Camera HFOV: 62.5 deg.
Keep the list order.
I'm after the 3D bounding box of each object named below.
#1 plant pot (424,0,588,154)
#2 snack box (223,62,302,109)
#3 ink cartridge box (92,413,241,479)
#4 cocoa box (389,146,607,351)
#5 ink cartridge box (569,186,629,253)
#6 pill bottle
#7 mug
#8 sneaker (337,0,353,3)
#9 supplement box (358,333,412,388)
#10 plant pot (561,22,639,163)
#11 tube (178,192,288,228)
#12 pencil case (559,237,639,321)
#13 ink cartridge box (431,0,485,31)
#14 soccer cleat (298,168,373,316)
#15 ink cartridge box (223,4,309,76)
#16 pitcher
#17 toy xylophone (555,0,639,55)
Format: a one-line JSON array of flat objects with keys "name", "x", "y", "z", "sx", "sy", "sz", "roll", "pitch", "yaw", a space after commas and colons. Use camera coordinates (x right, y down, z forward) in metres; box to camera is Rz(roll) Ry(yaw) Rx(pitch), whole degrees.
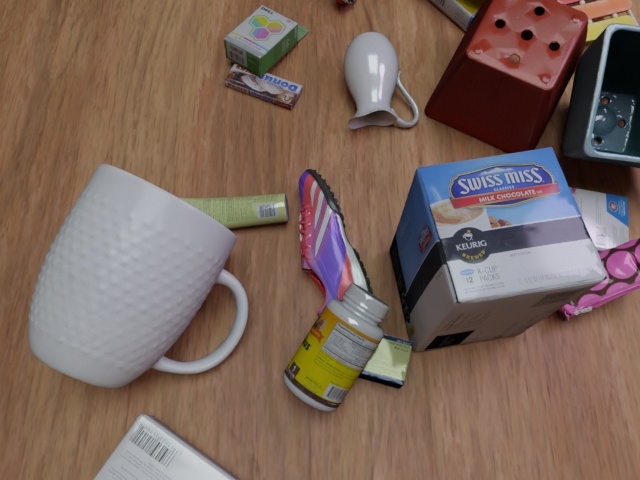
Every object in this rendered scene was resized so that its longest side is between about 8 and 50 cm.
[{"name": "plant pot", "x": 0.409, "y": -0.376, "z": 1.126, "sx": 0.267, "sy": 0.236, "sz": 0.267, "roll": 28, "pitch": 83, "yaw": 10}, {"name": "snack box", "x": -0.136, "y": -0.369, "z": 1.258, "sx": 0.178, "sy": 0.022, "sz": 0.064, "roll": 22, "pitch": 67, "yaw": 8}, {"name": "ink cartridge box", "x": -0.259, "y": 0.484, "z": 0.878, "sx": 0.296, "sy": 0.066, "sz": 0.261, "roll": 31, "pitch": 70, "yaw": 12}, {"name": "cocoa box", "x": 0.270, "y": 0.035, "z": 0.922, "sx": 0.232, "sy": 0.347, "sz": 0.228, "roll": -9, "pitch": 67, "yaw": -4}, {"name": "ink cartridge box", "x": 0.507, "y": -0.037, "z": 1.100, "sx": 0.231, "sy": 0.078, "sz": 0.134, "roll": 11, "pitch": 68, "yaw": 3}, {"name": "pill bottle", "x": 0.033, "y": 0.187, "z": 0.945, "sx": 0.117, "sy": 0.117, "sz": 0.215, "roll": 33, "pitch": 92, "yaw": 12}, {"name": "mug", "x": -0.307, "y": 0.098, "z": 0.952, "sx": 0.374, "sy": 0.276, "sz": 0.328, "roll": 31, "pitch": 80, "yaw": -20}, {"name": "sneaker", "x": 0.031, "y": -0.718, "z": 1.382, "sx": 0.118, "sy": 0.107, "sz": 0.279, "roll": -12, "pitch": 64, "yaw": 14}, {"name": "supplement box", "x": 0.122, "y": 0.225, "z": 0.997, "sx": 0.083, "sy": 0.056, "sz": 0.083, "roll": 14, "pitch": 68, "yaw": 5}, {"name": "plant pot", "x": 0.635, "y": -0.269, "z": 1.090, "sx": 0.248, "sy": 0.252, "sz": 0.247, "roll": 9, "pitch": 94, "yaw": 3}, {"name": "tube", "x": -0.189, "y": -0.059, "z": 1.114, "sx": 0.240, "sy": 0.062, "sz": 0.070, "roll": -6, "pitch": 29, "yaw": 2}, {"name": "pencil case", "x": 0.546, "y": 0.075, "z": 1.010, "sx": 0.209, "sy": 0.095, "sz": 0.098, "roll": -30, "pitch": 30, "yaw": 18}, {"name": "ink cartridge box", "x": 0.463, "y": -0.652, "z": 1.363, "sx": 0.307, "sy": 0.072, "sz": 0.303, "roll": -37, "pitch": 72, "yaw": -13}, {"name": "soccer cleat", "x": 0.000, "y": 0.000, "z": 1.066, "sx": 0.116, "sy": 0.108, "sz": 0.318, "roll": -20, "pitch": 72, "yaw": -5}, {"name": "ink cartridge box", "x": -0.126, "y": -0.500, "z": 1.279, "sx": 0.109, "sy": 0.062, "sz": 0.209, "roll": 32, "pitch": 64, "yaw": 13}, {"name": "pitcher", "x": 0.142, "y": -0.361, "z": 1.219, "sx": 0.178, "sy": 0.125, "sz": 0.207, "roll": 2, "pitch": 77, "yaw": -22}, {"name": "toy xylophone", "x": 0.695, "y": -0.512, "z": 1.271, "sx": 0.236, "sy": 0.081, "sz": 0.322, "roll": -25, "pitch": 85, "yaw": -12}]
